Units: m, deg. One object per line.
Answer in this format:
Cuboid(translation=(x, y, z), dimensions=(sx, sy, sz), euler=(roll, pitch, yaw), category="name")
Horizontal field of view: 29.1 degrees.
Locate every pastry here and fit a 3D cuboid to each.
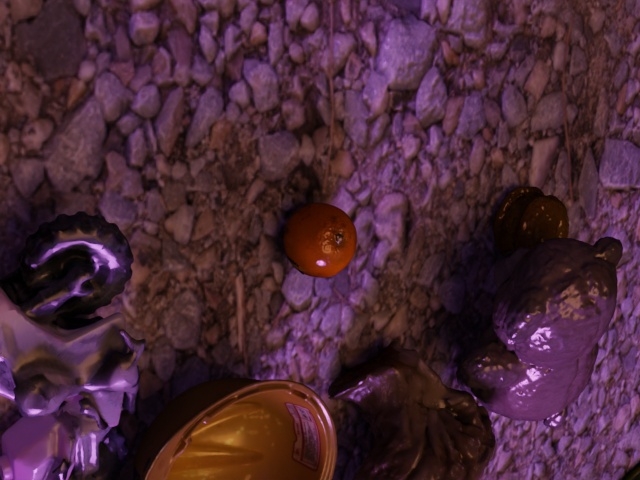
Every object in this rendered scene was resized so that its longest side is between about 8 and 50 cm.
Cuboid(translation=(0.265, -0.015, 1.540), dimensions=(0.097, 0.057, 0.109), euler=(-33, 123, -26), category="pastry")

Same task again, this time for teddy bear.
Cuboid(translation=(0.261, 0.107, 1.475), dimensions=(0.236, 0.151, 0.267), euler=(-35, 144, -27), category="teddy bear")

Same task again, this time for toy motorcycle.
Cuboid(translation=(-0.267, 0.126, 1.144), dimensions=(0.188, 0.143, 0.327), euler=(-12, 126, -28), category="toy motorcycle")

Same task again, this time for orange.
Cuboid(translation=(0.000, -0.001, 1.334), dimensions=(0.083, 0.083, 0.083), euler=(-12, 111, -34), category="orange")

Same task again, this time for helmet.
Cuboid(translation=(-0.116, 0.229, 1.277), dimensions=(0.257, 0.140, 0.205), euler=(-14, 110, -38), category="helmet")

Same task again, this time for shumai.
Cuboid(translation=(0.101, 0.213, 1.432), dimensions=(0.175, 0.166, 0.206), euler=(66, 30, -15), category="shumai")

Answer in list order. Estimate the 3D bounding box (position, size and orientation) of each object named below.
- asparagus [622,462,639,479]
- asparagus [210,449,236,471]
Cuboid(translation=(0.403, 0.399, 1.793), dimensions=(0.233, 0.022, 0.023), euler=(-38, 151, -24), category="asparagus")
Cuboid(translation=(-0.074, 0.214, 1.384), dimensions=(0.127, 0.018, 0.015), euler=(-40, 159, -20), category="asparagus")
